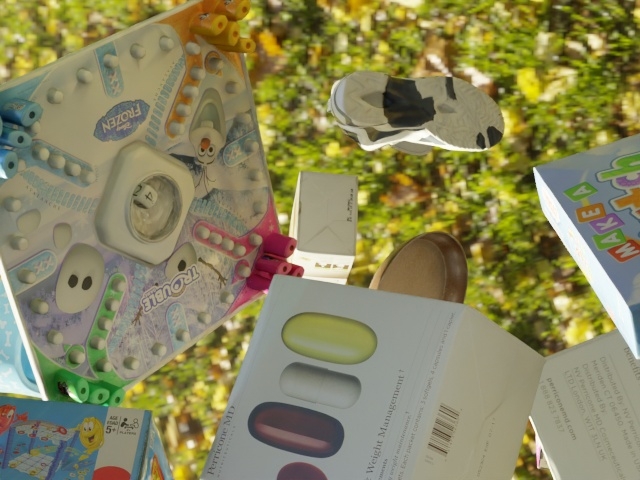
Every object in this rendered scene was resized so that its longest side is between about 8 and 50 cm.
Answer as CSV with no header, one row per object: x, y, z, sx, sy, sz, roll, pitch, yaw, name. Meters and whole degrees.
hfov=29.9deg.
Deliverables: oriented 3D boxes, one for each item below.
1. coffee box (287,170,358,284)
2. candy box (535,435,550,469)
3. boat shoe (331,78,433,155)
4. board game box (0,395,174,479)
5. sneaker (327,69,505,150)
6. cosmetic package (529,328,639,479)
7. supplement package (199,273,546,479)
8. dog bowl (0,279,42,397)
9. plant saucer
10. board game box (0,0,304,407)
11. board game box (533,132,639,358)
0.000,0.000,1.980,0.246,0.098,0.141,104,170,-68,coffee box
0.459,0.324,1.885,0.233,0.159,0.071,10,100,8,candy box
0.115,-0.212,1.994,0.206,0.065,0.075,34,120,22,boat shoe
-0.292,0.249,1.136,0.302,0.308,0.086,88,-172,-56,board game box
0.115,-0.166,1.598,0.153,0.235,0.094,-179,91,-74,sneaker
0.438,0.123,1.181,0.453,0.230,0.162,-23,75,11,cosmetic package
0.045,0.151,1.000,0.203,0.149,0.194,7,71,40,supplement package
-0.372,0.155,1.702,0.074,0.297,0.166,11,76,27,dog bowl
0.104,0.066,1.360,0.029,0.168,0.168,22,110,42,plant saucer
-0.185,-0.037,1.348,0.050,0.390,0.390,13,125,39,board game box
0.240,-0.024,0.646,0.160,0.211,0.039,-106,-3,-60,board game box
